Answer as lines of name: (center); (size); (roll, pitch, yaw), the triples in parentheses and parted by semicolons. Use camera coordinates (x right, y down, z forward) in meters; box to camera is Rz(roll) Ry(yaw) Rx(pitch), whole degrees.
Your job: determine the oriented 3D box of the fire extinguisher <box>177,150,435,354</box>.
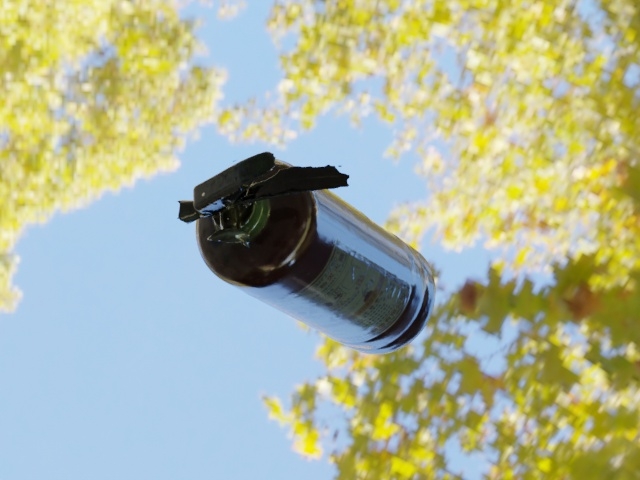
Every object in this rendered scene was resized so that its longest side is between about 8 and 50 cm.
fire extinguisher: (0.000, 0.000, 0.838); (0.099, 0.231, 0.071); (-12, -112, 22)
